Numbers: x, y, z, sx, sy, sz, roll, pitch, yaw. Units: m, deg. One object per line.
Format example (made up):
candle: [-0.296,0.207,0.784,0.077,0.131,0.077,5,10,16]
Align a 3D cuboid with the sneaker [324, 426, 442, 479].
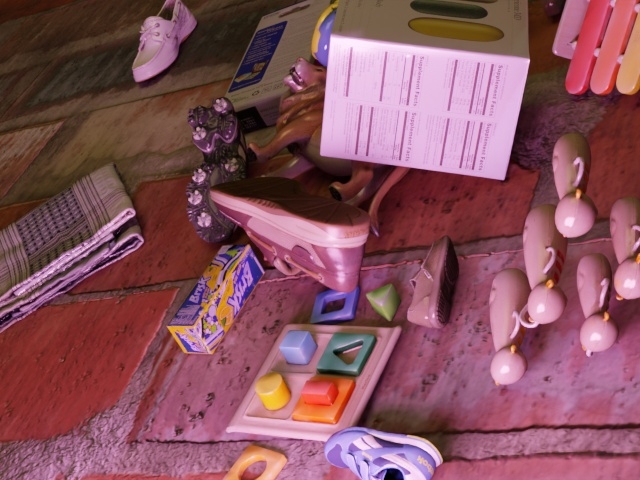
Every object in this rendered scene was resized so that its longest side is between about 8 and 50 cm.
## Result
sneaker: [0.058,0.241,1.184,0.144,0.053,0.059,-3,43,38]

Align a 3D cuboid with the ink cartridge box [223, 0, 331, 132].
ink cartridge box: [-0.070,-0.345,2.098,0.176,0.069,0.371,-14,37,25]

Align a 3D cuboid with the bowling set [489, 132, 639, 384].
bowling set: [0.302,0.039,1.162,0.200,0.287,0.154,10,47,0]

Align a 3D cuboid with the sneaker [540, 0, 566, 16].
sneaker: [0.421,-0.449,1.842,0.086,0.064,0.192,-17,31,29]

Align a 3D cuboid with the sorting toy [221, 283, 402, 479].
sorting toy: [-0.014,0.165,1.353,0.196,0.047,0.347,-5,40,35]

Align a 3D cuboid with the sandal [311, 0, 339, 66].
sandal: [0.130,-0.330,1.784,0.317,0.126,0.138,-13,38,-32]

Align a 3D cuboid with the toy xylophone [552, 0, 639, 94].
toy xylophone: [0.461,-0.305,1.502,0.323,0.081,0.236,23,104,59]

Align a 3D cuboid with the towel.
towel: [-0.474,-0.002,1.953,0.312,0.056,0.324,-32,32,-3]

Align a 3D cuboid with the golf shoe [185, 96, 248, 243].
golf shoe: [-0.153,-0.105,1.806,0.105,0.120,0.272,-12,58,16]

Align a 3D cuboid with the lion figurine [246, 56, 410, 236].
lion figurine: [0.040,-0.144,1.692,0.240,0.142,0.392,-35,45,-22]

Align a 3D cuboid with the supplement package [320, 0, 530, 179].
supplement package: [0.147,-0.234,1.546,0.263,0.198,0.199,8,39,4]

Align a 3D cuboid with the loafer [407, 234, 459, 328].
loafer: [0.140,0.050,1.381,0.050,0.056,0.148,-6,38,23]

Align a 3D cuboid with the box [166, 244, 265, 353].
box: [-0.147,0.082,1.565,0.054,0.059,0.169,-1,42,36]

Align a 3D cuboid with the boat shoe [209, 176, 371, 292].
boat shoe: [-0.051,-0.009,1.545,0.123,0.123,0.342,-14,21,-35]

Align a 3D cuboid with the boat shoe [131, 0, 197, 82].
boat shoe: [-0.370,-0.460,2.472,0.098,0.096,0.277,-12,36,26]
